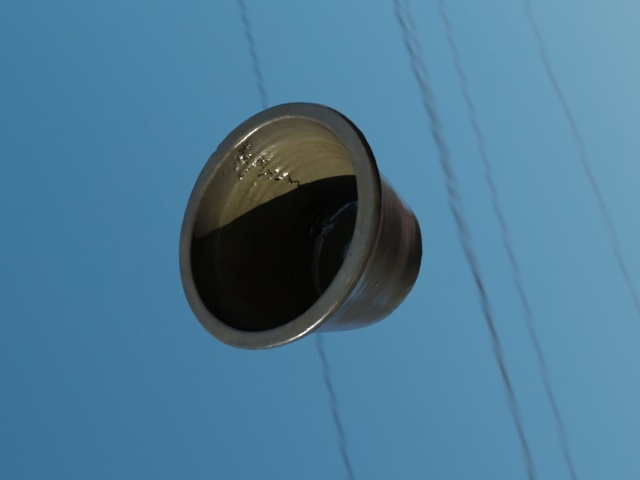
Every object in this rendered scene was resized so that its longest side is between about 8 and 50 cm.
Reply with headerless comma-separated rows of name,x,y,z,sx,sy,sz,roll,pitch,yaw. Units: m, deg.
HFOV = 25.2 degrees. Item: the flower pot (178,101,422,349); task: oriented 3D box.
flower pot,0.000,0.000,1.344,0.148,0.235,0.235,21,-128,-48
